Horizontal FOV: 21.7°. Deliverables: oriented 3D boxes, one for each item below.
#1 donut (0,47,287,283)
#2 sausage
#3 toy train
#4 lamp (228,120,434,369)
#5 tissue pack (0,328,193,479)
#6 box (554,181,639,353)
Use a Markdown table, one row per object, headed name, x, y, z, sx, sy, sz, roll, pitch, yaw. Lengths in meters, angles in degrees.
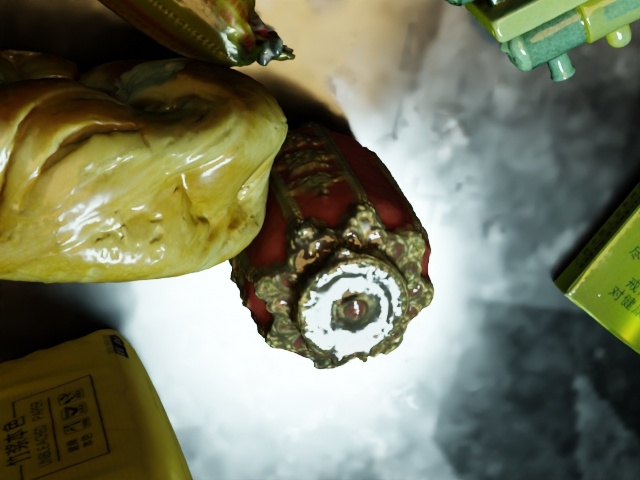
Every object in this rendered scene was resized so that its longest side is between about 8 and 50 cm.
| name | x | y | z | sx | sy | sz | roll | pitch | yaw |
| --- | --- | --- | --- | --- | --- | --- | --- | --- | --- |
| donut | -0.207 | -0.073 | 1.394 | 0.360 | 0.360 | 0.170 | 1 | 105 | -13 |
| sausage | -0.146 | -0.245 | 1.457 | 0.317 | 0.125 | 0.117 | 35 | 99 | -22 |
| toy train | 0.285 | -0.275 | 1.541 | 0.369 | 0.150 | 0.237 | -26 | 119 | -1 |
| lamp | 0.000 | 0.000 | 1.496 | 0.177 | 0.274 | 0.177 | -4 | 115 | -10 |
| tissue pack | -0.207 | 0.294 | 1.499 | 0.228 | 0.382 | 0.293 | -20 | 112 | -7 |
| box | 0.402 | -0.022 | 1.705 | 0.173 | 0.043 | 0.311 | 36 | 99 | -21 |
